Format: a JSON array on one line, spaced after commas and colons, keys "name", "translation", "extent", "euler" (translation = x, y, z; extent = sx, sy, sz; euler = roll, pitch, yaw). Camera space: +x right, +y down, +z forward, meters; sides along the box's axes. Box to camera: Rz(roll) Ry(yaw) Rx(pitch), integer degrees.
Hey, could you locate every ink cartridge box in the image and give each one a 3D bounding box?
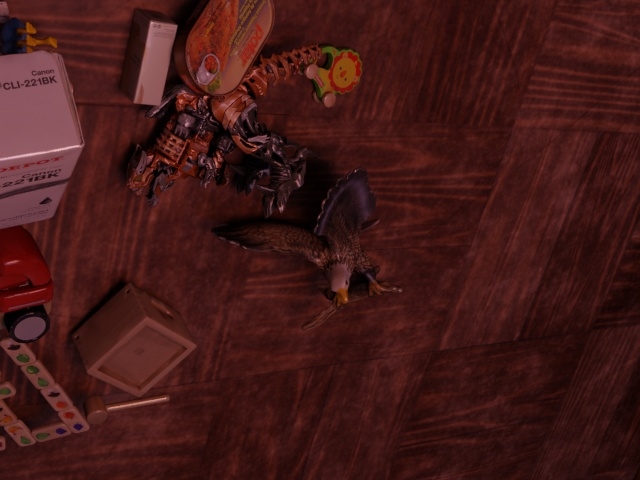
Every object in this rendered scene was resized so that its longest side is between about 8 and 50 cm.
[{"name": "ink cartridge box", "translation": [-0.390, -0.094, 1.059], "extent": [0.197, 0.114, 0.273], "euler": [-14, 170, -26]}]

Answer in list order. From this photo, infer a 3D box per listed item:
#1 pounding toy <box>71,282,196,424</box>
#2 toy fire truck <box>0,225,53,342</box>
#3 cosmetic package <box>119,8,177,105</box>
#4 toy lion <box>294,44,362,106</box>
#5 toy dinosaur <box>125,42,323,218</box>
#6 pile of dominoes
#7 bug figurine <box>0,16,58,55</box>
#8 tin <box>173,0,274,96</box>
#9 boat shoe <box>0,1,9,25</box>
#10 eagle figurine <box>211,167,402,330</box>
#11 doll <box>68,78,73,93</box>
[{"name": "pounding toy", "translation": [-0.304, 0.189, 1.486], "extent": [0.206, 0.094, 0.181], "euler": [-42, 140, 7]}, {"name": "toy fire truck", "translation": [-0.470, 0.013, 1.224], "extent": [0.217, 0.158, 0.246], "euler": [-13, 135, -29]}, {"name": "cosmetic package", "translation": [-0.231, -0.245, 1.268], "extent": [0.041, 0.060, 0.115], "euler": [1, 116, -34]}, {"name": "toy lion", "translation": [0.020, -0.263, 1.461], "extent": [0.096, 0.034, 0.100], "euler": [-47, 135, -10]}, {"name": "toy dinosaur", "translation": [-0.122, -0.156, 1.355], "extent": [0.322, 0.164, 0.218], "euler": [-33, 119, 15]}, {"name": "pile of dominoes", "translation": [-0.476, 0.239, 1.367], "extent": [0.195, 0.040, 0.251], "euler": [-16, 133, 6]}, {"name": "bug figurine", "translation": [-0.376, -0.276, 1.043], "extent": [0.072, 0.279, 0.216], "euler": [-2, 84, 7]}, {"name": "tin", "translation": [-0.129, -0.279, 1.284], "extent": [0.106, 0.040, 0.190], "euler": [43, 62, -33]}, {"name": "boat shoe", "translation": [-0.422, -0.277, 1.131], "extent": [0.100, 0.035, 0.035], "euler": [-3, 93, -30]}, {"name": "eagle figurine", "translation": [0.005, 0.005, 1.495], "extent": [0.226, 0.225, 0.298], "euler": [-50, 128, -12]}, {"name": "doll", "translation": [-0.412, -0.166, 1.197], "extent": [0.189, 0.046, 0.129], "euler": [-8, 127, -32]}]
